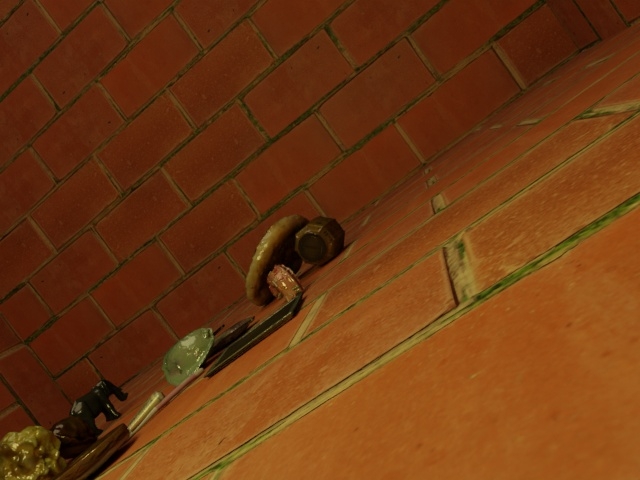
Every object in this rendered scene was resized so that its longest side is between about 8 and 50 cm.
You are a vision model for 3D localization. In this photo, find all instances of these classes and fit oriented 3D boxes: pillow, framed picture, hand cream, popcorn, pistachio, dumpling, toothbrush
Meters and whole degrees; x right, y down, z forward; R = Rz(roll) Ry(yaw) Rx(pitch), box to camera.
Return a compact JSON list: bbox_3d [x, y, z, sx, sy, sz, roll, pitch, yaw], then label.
[{"bbox_3d":[-0.296,0.303,1.653,0.232,0.038,0.130,-38,-1,35],"label":"pillow"},{"bbox_3d":[-0.158,0.233,1.325,0.274,0.017,0.217,-37,2,10],"label":"framed picture"},{"bbox_3d":[-0.449,0.443,1.340,0.143,0.039,0.061,-47,12,-14],"label":"hand cream"},{"bbox_3d":[-0.801,0.611,1.461,0.188,0.185,0.167,-51,-26,16],"label":"popcorn"},{"bbox_3d":[-0.778,0.607,1.641,0.165,0.131,0.210,-4,-18,-15],"label":"pistachio"},{"bbox_3d":[-0.387,0.338,1.519,0.216,0.105,0.149,-35,3,20],"label":"dumpling"},{"bbox_3d":[-0.395,0.405,1.326,0.020,0.025,0.286,-34,4,43],"label":"toothbrush"}]

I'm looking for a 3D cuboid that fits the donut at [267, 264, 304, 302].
[{"bbox_3d":[-0.113,0.125,1.568,0.065,0.117,0.166,-33,1,-22],"label":"donut"}]

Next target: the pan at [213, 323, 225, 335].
[{"bbox_3d":[-0.439,0.393,2.054,0.235,0.028,0.136,-39,2,29],"label":"pan"}]

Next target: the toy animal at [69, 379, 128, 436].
[{"bbox_3d":[-0.774,0.581,1.874,0.114,0.146,0.245,-37,2,13],"label":"toy animal"}]

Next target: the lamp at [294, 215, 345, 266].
[{"bbox_3d":[0.000,0.000,1.854,0.161,0.161,0.185,-36,-1,24],"label":"lamp"}]

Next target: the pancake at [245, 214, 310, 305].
[{"bbox_3d":[-0.143,0.075,1.937,0.387,0.082,0.387,-50,-21,-27],"label":"pancake"}]

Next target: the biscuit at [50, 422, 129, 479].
[{"bbox_3d":[-0.494,0.475,1.137,0.208,0.049,0.181,-36,3,23],"label":"biscuit"}]
